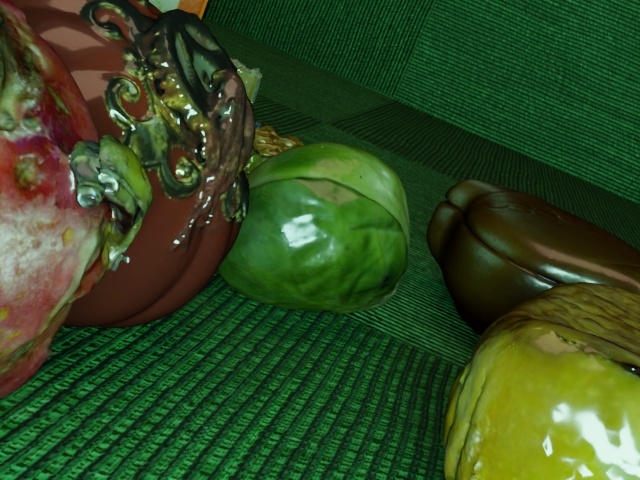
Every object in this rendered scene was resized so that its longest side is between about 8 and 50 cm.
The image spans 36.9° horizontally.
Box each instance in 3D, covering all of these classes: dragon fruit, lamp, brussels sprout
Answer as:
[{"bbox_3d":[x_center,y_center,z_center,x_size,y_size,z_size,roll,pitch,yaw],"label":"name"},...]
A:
[{"bbox_3d":[-0.212,-0.007,0.357,0.282,0.211,0.147,-1,2,16],"label":"dragon fruit"},{"bbox_3d":[-0.137,-0.058,0.584,0.227,0.227,0.227,21,15,-6],"label":"lamp"},{"bbox_3d":[0.004,-0.005,0.770,0.183,0.145,0.131,5,49,-35],"label":"brussels sprout"}]

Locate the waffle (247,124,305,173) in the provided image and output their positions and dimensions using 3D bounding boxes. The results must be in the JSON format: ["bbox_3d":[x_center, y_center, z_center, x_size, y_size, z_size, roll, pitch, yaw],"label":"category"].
[{"bbox_3d":[-0.063,-0.098,1.146,0.160,0.055,0.211,19,16,-16],"label":"waffle"}]

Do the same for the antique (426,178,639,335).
[{"bbox_3d":[0.221,0.040,0.931,0.223,0.129,0.278,8,20,-45],"label":"antique"}]

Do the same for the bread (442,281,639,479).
[{"bbox_3d":[0.244,0.149,0.561,0.337,0.148,0.328,25,11,16],"label":"bread"}]

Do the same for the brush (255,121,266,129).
[{"bbox_3d":[-0.156,-0.187,1.410,0.164,0.014,0.051,16,15,-20],"label":"brush"}]

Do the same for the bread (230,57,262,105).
[{"bbox_3d":[-0.150,-0.205,1.305,0.125,0.106,0.082,17,21,-5],"label":"bread"}]

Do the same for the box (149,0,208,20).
[{"bbox_3d":[-0.268,-0.202,0.823,0.318,0.257,0.348,21,14,-12],"label":"box"}]
